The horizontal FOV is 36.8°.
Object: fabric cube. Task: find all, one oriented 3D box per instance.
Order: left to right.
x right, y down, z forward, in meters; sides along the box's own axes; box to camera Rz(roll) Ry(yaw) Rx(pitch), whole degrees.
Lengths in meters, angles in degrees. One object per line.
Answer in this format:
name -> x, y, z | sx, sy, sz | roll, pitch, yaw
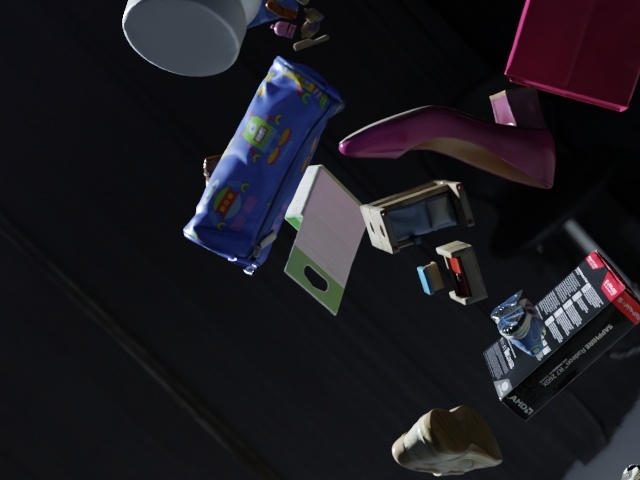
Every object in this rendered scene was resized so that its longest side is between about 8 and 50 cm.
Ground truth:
fabric cube -> 0.536, -0.422, 1.957 | 0.254, 0.259, 0.258 | -27, -46, -75

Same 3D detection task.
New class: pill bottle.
pill bottle -> -0.138, -0.349, 1.155 | 0.161, 0.161, 0.283 | -32, 40, 52

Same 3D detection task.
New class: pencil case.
pencil case -> -0.076, -0.104, 1.361 | 0.133, 0.119, 0.306 | 32, 97, 37

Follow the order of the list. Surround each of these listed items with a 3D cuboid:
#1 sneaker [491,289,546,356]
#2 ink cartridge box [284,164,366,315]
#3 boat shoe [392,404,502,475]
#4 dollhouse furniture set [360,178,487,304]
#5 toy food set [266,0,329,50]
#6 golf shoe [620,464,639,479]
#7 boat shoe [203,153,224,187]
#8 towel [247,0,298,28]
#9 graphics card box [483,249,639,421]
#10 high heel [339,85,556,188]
sneaker -> 0.378, 0.158, 1.823 | 0.080, 0.081, 0.211 | -40, 6, 18
ink cartridge box -> 0.000, 0.000, 1.814 | 0.056, 0.171, 0.235 | -3, 56, 41
boat shoe -> 0.245, 0.390, 1.845 | 0.110, 0.122, 0.341 | -35, -30, 20
dollhouse furniture set -> 0.159, 0.018, 1.413 | 0.129, 0.184, 0.129 | -20, 8, -7
toy food set -> -0.040, -0.314, 1.318 | 0.078, 0.122, 0.019 | -14, 37, 26
golf shoe -> 0.675, 0.527, 2.050 | 0.094, 0.077, 0.198 | -62, -22, -5
boat shoe -> -0.114, -0.136, 1.639 | 0.178, 0.060, 0.064 | -19, 29, -13
towel -> -0.101, -0.412, 1.671 | 0.119, 0.067, 0.029 | -16, 16, 10
graphics card box -> 0.545, 0.212, 2.180 | 0.371, 0.094, 0.233 | -45, 16, 14
high heel -> 0.224, -0.141, 1.627 | 0.377, 0.181, 0.127 | -14, 1, -9
